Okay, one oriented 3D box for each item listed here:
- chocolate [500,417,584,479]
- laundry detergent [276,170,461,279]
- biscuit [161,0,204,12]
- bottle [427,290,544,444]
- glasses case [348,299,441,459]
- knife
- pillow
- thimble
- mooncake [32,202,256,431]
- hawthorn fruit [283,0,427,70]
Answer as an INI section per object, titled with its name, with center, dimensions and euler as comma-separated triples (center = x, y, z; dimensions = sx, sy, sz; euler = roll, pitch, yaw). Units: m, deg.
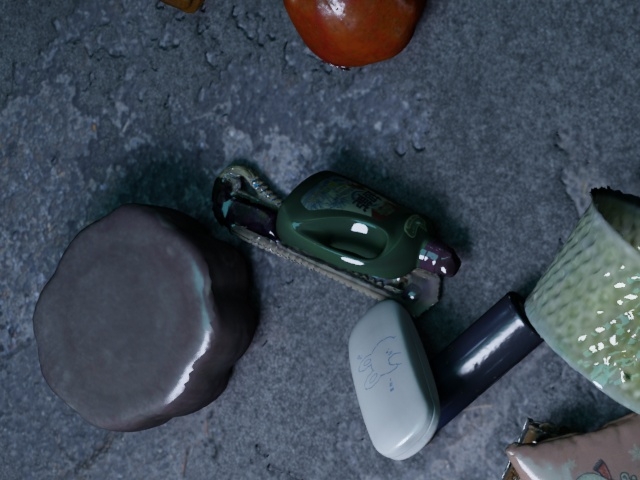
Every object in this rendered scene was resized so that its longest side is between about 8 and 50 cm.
[chocolate]
center = 0.213, 0.357, 1.841
dimensions = 0.065, 0.102, 0.329
euler = 38, 109, 53
[laundry detergent]
center = 0.064, -0.003, 1.911
dimensions = 0.221, 0.144, 0.078
euler = 27, 129, 22
[biscuit]
center = -0.233, -0.542, 2.075
dimensions = 0.342, 0.166, 0.395
euler = 33, 105, 28
[bottle]
center = 0.168, 0.165, 1.881
dimensions = 0.082, 0.072, 0.244
euler = 40, 112, -20
[glasses case]
center = 0.086, 0.163, 1.855
dimensions = 0.092, 0.059, 0.233
euler = -43, 33, 23
[knife]
center = -0.003, 0.000, 1.997
dimensions = 0.365, 0.043, 0.089
euler = 27, 102, 27
[pillow]
center = 0.340, 0.308, 1.747
dimensions = 0.223, 0.084, 0.236
euler = -14, 90, 4
[thimble]
center = 0.362, 0.076, 1.668
dimensions = 0.271, 0.271, 0.150
euler = 40, 109, 24
[mooncake]
center = -0.228, 0.102, 2.054
dimensions = 0.306, 0.154, 0.306
euler = -1, 87, 28
[hawthorn fruit]
center = 0.037, -0.307, 1.896
dimensions = 0.185, 0.202, 0.185
euler = -3, 81, 22
